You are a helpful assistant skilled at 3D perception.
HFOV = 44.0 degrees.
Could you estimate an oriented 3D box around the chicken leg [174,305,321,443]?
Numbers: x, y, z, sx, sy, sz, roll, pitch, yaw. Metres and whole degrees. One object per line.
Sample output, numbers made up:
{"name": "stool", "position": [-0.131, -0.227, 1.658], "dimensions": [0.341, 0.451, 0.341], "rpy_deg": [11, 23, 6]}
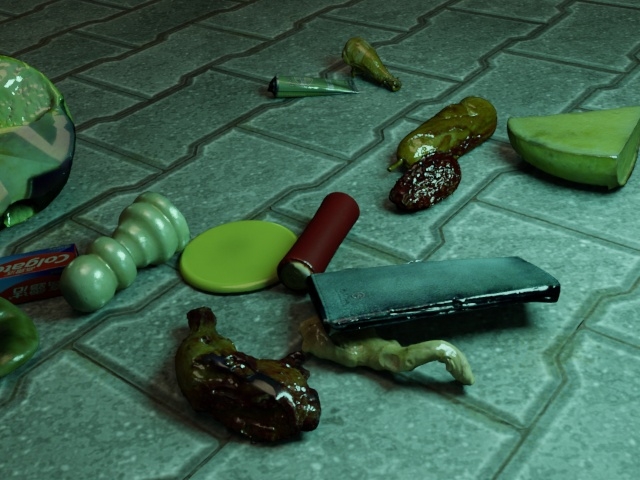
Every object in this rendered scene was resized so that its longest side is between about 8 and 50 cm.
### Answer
{"name": "chicken leg", "position": [-0.122, 0.191, 1.185], "dimensions": [0.322, 0.083, 0.177], "rpy_deg": [20, 32, 29]}

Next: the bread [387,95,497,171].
{"name": "bread", "position": [0.266, -0.229, 1.739], "dimensions": [0.344, 0.084, 0.124], "rpy_deg": [-32, 42, -33]}

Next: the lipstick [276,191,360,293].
{"name": "lipstick", "position": [0.000, 0.000, 1.439], "dimensions": [0.080, 0.080, 0.241], "rpy_deg": [8, 37, 19]}

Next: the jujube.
{"name": "jujube", "position": [0.215, -0.113, 1.573], "dimensions": [0.104, 0.104, 0.166], "rpy_deg": [25, 57, 37]}

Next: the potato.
{"name": "potato", "position": [0.513, -0.196, 1.639], "dimensions": [0.255, 0.112, 0.269], "rpy_deg": [12, 34, 29]}

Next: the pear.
{"name": "pear", "position": [-0.707, -0.186, 1.643], "dimensions": [0.399, 0.399, 0.165], "rpy_deg": [-15, -7, -15]}

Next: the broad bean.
{"name": "broad bean", "position": [-0.547, 0.158, 1.298], "dimensions": [0.207, 0.072, 0.153], "rpy_deg": [30, 48, 24]}

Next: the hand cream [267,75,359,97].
{"name": "hand cream", "position": [-0.021, -0.404, 2.067], "dimensions": [0.235, 0.055, 0.086], "rpy_deg": [-2, 34, -9]}

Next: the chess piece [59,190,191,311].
{"name": "chess piece", "position": [-0.359, 0.029, 1.409], "dimensions": [0.133, 0.133, 0.243], "rpy_deg": [19, 46, 31]}

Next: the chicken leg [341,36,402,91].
{"name": "chicken leg", "position": [0.134, -0.453, 2.088], "dimensions": [0.085, 0.101, 0.207], "rpy_deg": [-23, 59, -38]}

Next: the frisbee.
{"name": "frisbee", "position": [-0.147, 0.025, 1.475], "dimensions": [0.236, 0.017, 0.236], "rpy_deg": [-4, 34, 3]}

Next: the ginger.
{"name": "ginger", "position": [0.095, 0.165, 1.200], "dimensions": [0.288, 0.075, 0.089], "rpy_deg": [7, 31, 24]}

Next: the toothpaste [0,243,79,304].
{"name": "toothpaste", "position": [-0.592, 0.079, 1.411], "dimensions": [0.320, 0.066, 0.076], "rpy_deg": [-12, 35, -10]}

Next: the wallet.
{"name": "wallet", "position": [0.175, 0.076, 1.273], "dimensions": [0.379, 0.046, 0.190], "rpy_deg": [-6, 18, -9]}
